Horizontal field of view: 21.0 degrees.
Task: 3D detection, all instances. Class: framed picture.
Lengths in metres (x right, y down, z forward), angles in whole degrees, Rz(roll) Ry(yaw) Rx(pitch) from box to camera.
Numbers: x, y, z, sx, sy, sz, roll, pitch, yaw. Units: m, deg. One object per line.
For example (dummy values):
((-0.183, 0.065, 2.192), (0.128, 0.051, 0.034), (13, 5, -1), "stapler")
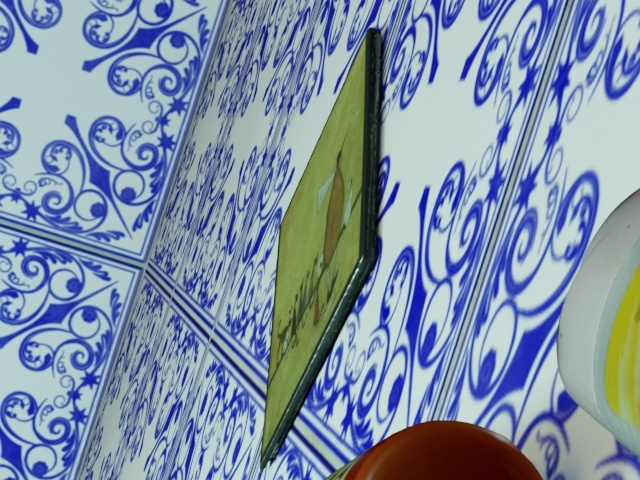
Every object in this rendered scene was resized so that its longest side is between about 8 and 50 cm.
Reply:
((0.000, 0.000, 1.520), (0.338, 0.014, 0.255), (-86, 17, -51), "framed picture")

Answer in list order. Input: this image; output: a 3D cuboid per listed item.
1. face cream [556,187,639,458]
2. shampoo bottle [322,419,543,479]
((0.148, 0.041, 0.564), (0.107, 0.073, 0.269), (-63, 10, 4), "face cream")
((0.022, 0.172, 0.892), (0.278, 0.104, 0.104), (131, 154, -64), "shampoo bottle")
